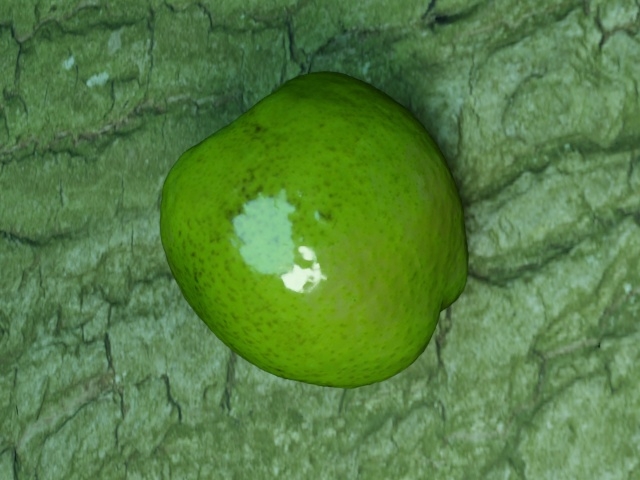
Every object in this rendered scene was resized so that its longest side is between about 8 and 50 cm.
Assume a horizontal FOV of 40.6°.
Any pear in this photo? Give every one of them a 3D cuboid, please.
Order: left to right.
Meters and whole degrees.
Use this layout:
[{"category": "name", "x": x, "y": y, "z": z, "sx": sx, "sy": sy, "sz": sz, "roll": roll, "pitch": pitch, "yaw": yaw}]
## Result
[{"category": "pear", "x": 0.000, "y": 0.000, "z": 1.065, "sx": 0.391, "sy": 0.391, "sz": 0.390, "roll": -3, "pitch": 84, "yaw": 28}]
